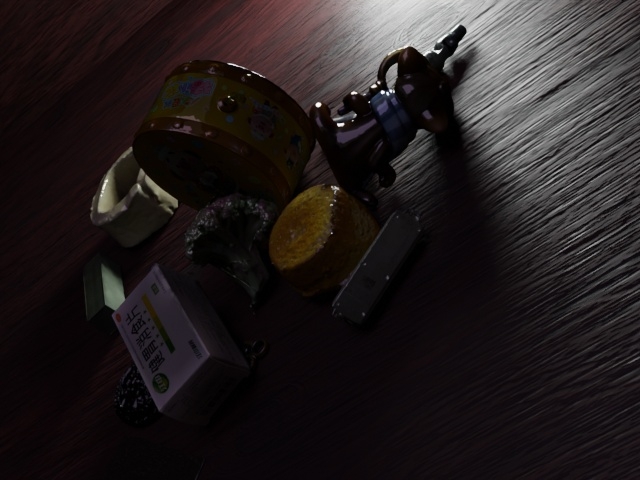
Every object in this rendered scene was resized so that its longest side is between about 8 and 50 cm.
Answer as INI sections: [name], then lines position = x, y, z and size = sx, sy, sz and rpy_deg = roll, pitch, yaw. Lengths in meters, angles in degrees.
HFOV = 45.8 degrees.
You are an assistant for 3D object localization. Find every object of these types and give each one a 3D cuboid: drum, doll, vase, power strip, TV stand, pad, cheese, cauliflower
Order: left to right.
[TV stand]
position = -0.629, 0.151, 2.207
size = 0.083, 0.088, 0.269
rpy_deg = -42, 36, 11
[cheese]
position = -0.568, -0.150, 2.372
size = 0.292, 0.153, 0.332
rpy_deg = -26, 42, 28
[pad]
position = -0.396, 0.551, 1.661
size = 0.330, 0.004, 0.220
rpy_deg = -1, 56, 46
[drum]
position = -0.237, -0.228, 1.887
size = 0.431, 0.431, 0.214
rpy_deg = -5, 54, 44
[cauliflower]
position = -0.190, 0.026, 1.787
size = 0.239, 0.315, 0.256
rpy_deg = -27, -9, -11
[power strip]
position = 0.117, 0.055, 1.530
size = 0.078, 0.052, 0.272
rpy_deg = 32, 78, 10
[doll]
position = 0.149, -0.267, 1.732
size = 0.340, 0.209, 0.317
rpy_deg = -35, 70, 20
[vase]
position = 0.281, -0.444, 1.849
size = 0.211, 0.060, 0.060
rpy_deg = -50, 36, -4

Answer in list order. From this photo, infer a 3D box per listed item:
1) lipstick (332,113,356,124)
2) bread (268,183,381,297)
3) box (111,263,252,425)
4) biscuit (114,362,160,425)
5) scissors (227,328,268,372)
[lipstick]
position = 0.052, -0.301, 1.969
size = 0.141, 0.040, 0.040
rpy_deg = -2, 55, 44
[bread]
position = 0.000, 0.000, 1.653
size = 0.268, 0.146, 0.268
rpy_deg = -31, 38, 28
[box]
position = -0.312, 0.229, 1.690
size = 0.173, 0.145, 0.333
rpy_deg = -49, 50, 11
[biscuit]
position = -0.423, 0.355, 1.831
size = 0.195, 0.053, 0.194
rpy_deg = -27, 41, 26
[scissors]
position = -0.193, 0.235, 1.739
size = 0.088, 0.017, 0.220
rpy_deg = -55, 35, -7
